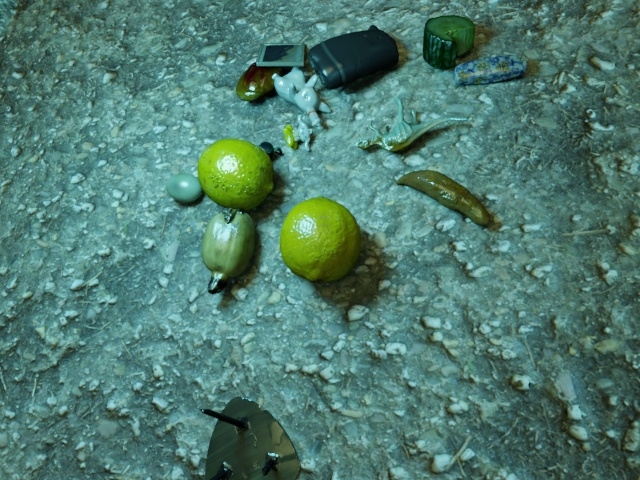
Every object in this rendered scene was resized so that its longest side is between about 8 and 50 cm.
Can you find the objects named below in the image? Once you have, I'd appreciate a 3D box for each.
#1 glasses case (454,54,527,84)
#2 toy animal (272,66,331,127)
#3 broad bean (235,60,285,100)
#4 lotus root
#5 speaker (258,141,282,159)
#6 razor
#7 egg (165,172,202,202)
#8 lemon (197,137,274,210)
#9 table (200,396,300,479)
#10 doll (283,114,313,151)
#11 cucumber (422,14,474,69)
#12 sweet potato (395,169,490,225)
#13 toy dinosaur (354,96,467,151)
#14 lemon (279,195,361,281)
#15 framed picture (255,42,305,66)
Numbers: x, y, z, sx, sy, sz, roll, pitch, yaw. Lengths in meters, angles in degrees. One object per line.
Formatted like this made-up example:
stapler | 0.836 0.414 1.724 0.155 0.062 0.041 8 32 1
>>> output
glasses case | 0.622 -0.627 1.595 0.248 0.065 0.086 -2 63 16
toy animal | -0.060 -0.574 1.702 0.140 0.138 0.282 -33 59 -25
broad bean | -0.248 -0.657 1.793 0.156 0.122 0.228 38 81 24
lotus root | -0.331 0.041 1.532 0.183 0.183 0.309 5 75 16
speaker | -0.199 -0.350 1.695 0.094 0.075 0.060 -20 72 -21
razor | 0.130 -0.716 1.680 0.349 0.113 0.204 -26 68 -15
egg | -0.537 -0.207 1.703 0.152 0.114 0.114 10 73 20
lemon | -0.314 -0.243 1.585 0.310 0.258 0.258 25 78 22
table | -0.262 0.611 1.256 0.317 0.249 0.317 -5 69 12
doll | -0.080 -0.404 1.688 0.113 0.071 0.135 -37 89 19
cucumber | 0.478 -0.758 1.642 0.191 0.130 0.191 -4 59 6
sweet potato | 0.418 -0.166 1.457 0.355 0.095 0.106 32 121 25
toy dinosaur | 0.325 -0.415 1.578 0.393 0.092 0.205 5 72 14
lemon | 0.000 0.001 1.412 0.293 0.293 0.293 -5 69 12
framed picture | -0.160 -0.765 1.779 0.192 0.018 0.265 -1 40 -1
